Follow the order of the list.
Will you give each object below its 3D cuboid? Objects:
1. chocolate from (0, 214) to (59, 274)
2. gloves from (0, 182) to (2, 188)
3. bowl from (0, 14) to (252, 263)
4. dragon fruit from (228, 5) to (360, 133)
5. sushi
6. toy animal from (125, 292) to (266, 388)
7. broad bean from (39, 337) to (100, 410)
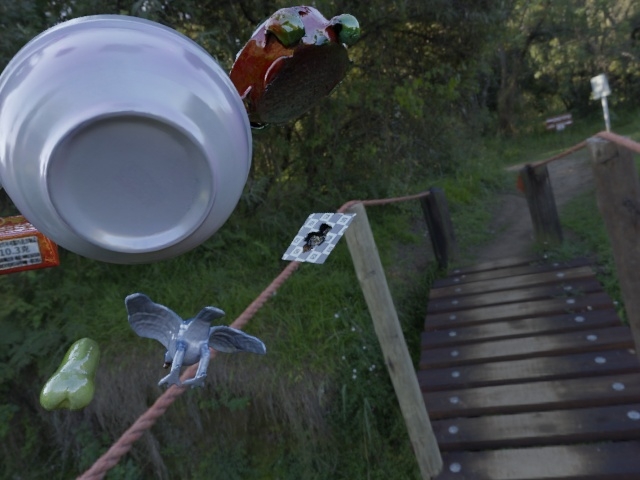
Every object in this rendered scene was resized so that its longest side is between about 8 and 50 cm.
[{"bbox_3d":[-0.806,0.011,1.105,0.238,0.107,0.235,-9,20,-30],"label":"chocolate"},{"bbox_3d":[-0.376,-0.141,0.573,0.219,0.140,0.131,-17,-2,-9],"label":"gloves"},{"bbox_3d":[-0.208,-0.087,0.489,0.287,0.286,0.143,-16,36,-14],"label":"bowl"},{"bbox_3d":[-0.060,-0.333,0.842,0.295,0.130,0.268,-38,-14,16],"label":"dragon fruit"},{"bbox_3d":[0.000,0.000,1.381,0.193,0.040,0.210,4,50,41],"label":"sushi"},{"bbox_3d":[-0.227,0.161,0.739,0.255,0.239,0.176,-50,32,27],"label":"toy animal"},{"bbox_3d":[-0.245,0.136,0.436,0.045,0.063,0.083,16,20,-20],"label":"broad bean"}]
